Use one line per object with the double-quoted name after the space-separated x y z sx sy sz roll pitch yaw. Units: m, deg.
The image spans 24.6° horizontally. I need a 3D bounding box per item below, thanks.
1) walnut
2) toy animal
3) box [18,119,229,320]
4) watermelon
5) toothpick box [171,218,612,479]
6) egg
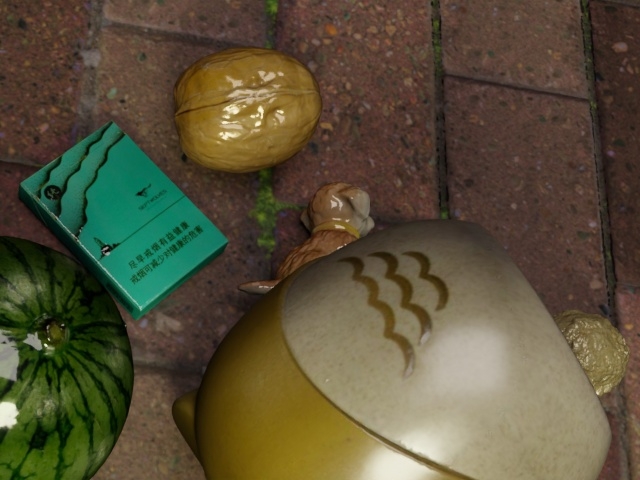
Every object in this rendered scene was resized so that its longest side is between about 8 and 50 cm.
-0.097 -0.173 1.931 0.197 0.165 0.165 -15 69 -24 "walnut"
-0.013 0.000 1.899 0.183 0.104 0.185 9 65 -14 "toy animal"
-0.251 -0.029 1.871 0.226 0.042 0.161 45 58 8 "box"
-0.322 0.147 1.624 0.330 0.189 0.331 6 79 -37 "watermelon"
0.073 0.212 1.644 0.425 0.409 0.409 -30 74 -1 "toothpick box"
0.338 0.151 1.924 0.140 0.116 0.118 4 34 -16 "egg"
